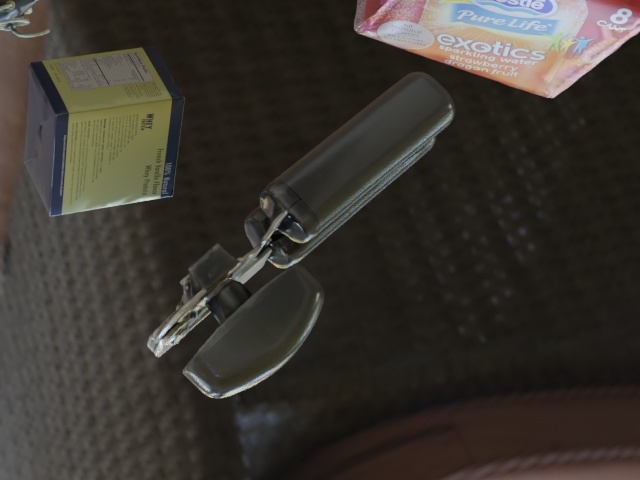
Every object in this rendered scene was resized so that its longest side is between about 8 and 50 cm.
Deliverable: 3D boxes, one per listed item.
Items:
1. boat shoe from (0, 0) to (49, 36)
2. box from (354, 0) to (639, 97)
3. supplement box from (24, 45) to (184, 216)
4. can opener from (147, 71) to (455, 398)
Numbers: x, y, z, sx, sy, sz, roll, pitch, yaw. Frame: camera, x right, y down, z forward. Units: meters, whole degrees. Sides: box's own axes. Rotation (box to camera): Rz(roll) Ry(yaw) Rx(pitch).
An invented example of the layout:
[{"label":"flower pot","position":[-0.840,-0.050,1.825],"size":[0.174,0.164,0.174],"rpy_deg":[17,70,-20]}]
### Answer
[{"label":"boat shoe","position":[-0.305,-0.218,1.709],"size":[0.255,0.095,0.079],"rpy_deg":[-23,120,-27]},{"label":"box","position":[0.113,-0.226,1.048],"size":[0.128,0.256,0.122],"rpy_deg":[18,155,-18]},{"label":"supplement box","position":[-0.136,-0.069,1.197],"size":[0.083,0.056,0.083],"rpy_deg":[-11,135,-23]},{"label":"can opener","position":[0.000,0.000,1.261],"size":[0.283,0.095,0.076],"rpy_deg":[-40,172,-31]}]
